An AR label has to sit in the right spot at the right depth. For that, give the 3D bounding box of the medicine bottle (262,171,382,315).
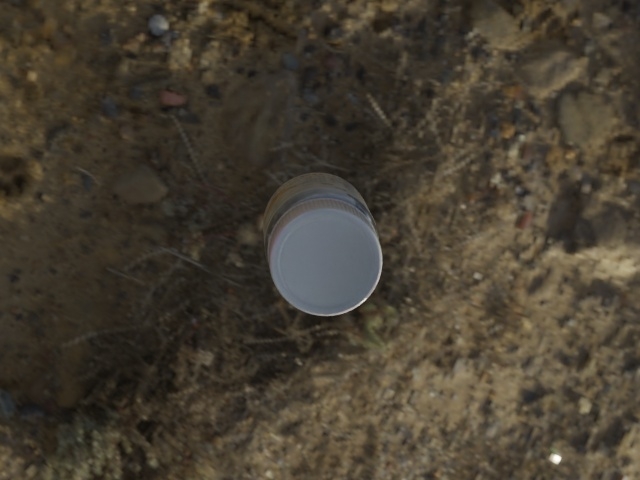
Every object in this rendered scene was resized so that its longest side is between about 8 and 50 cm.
[{"bbox_3d":[0.000,0.000,1.678,0.165,0.273,0.165,-1,101,-3],"label":"medicine bottle"}]
